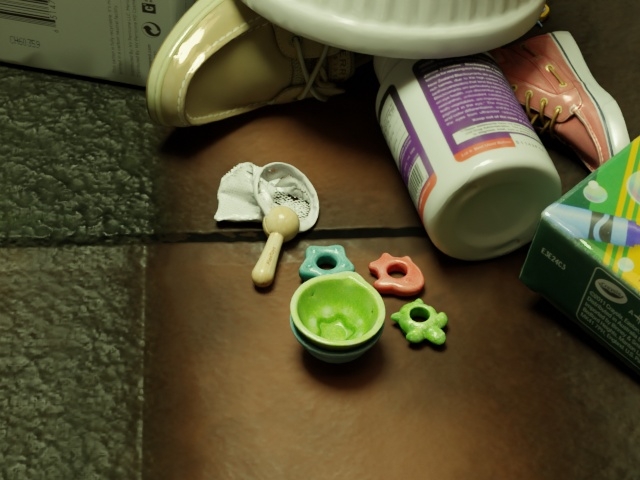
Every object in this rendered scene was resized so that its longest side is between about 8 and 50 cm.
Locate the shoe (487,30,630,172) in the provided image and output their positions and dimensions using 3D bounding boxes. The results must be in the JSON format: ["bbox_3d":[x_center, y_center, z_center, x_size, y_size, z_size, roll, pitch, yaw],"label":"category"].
[{"bbox_3d":[0.189,-0.104,1.243,0.081,0.063,0.178,-12,45,-7],"label":"shoe"}]

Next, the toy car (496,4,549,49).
[{"bbox_3d":[0.165,-0.197,1.328,0.040,0.060,0.122,37,55,24],"label":"toy car"}]

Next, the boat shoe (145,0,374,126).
[{"bbox_3d":[-0.013,-0.169,1.266,0.098,0.109,0.302,35,49,29],"label":"boat shoe"}]

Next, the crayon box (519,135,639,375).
[{"bbox_3d":[0.331,-0.017,1.134,0.203,0.083,0.323,40,56,22],"label":"crayon box"}]

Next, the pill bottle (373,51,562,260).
[{"bbox_3d":[0.106,-0.087,1.189,0.108,0.108,0.193,-10,48,-12],"label":"pill bottle"}]

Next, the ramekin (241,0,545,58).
[{"bbox_3d":[0.058,-0.265,1.212,0.273,0.127,0.273,6,36,-5],"label":"ramekin"}]

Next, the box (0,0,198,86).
[{"bbox_3d":[-0.189,-0.240,1.271,0.182,0.181,0.119,10,48,7],"label":"box"}]

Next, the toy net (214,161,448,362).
[{"bbox_3d":[0.000,0.000,1.145,0.122,0.045,0.232,-19,50,-19],"label":"toy net"}]
